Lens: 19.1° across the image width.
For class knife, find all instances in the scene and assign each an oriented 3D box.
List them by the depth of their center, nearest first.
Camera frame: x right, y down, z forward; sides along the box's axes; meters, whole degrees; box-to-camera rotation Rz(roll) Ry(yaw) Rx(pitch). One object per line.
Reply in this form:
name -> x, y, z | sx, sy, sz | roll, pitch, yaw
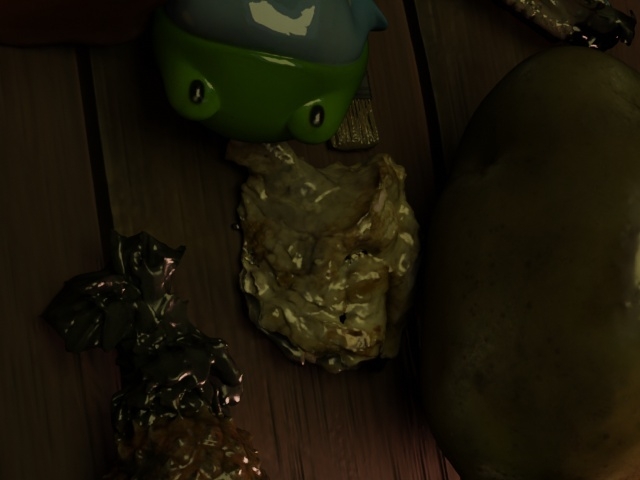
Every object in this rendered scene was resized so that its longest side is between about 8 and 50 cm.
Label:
knife -> 0.096, -0.242, 1.501 | 0.365, 0.043, 0.089 | 28, 30, -19

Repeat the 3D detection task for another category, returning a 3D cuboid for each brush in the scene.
brush -> 0.013, -0.149, 1.439 | 0.043, 0.014, 0.170 | -2, 76, -29

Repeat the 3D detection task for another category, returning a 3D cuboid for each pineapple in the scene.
pineapple -> -0.104, 0.105, 1.248 | 0.119, 0.111, 0.237 | 18, 53, -60

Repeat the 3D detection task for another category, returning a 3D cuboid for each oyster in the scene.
oyster -> 0.000, 0.000, 1.353 | 0.191, 0.081, 0.163 | 38, 69, -1

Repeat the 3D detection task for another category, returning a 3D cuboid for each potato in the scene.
potato -> 0.189, 0.032, 1.351 | 0.221, 0.243, 0.326 | 24, 64, -47

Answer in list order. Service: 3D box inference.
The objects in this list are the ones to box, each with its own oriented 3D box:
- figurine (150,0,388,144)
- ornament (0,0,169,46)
figurine -> -0.036, -0.178, 1.345 | 0.162, 0.143, 0.263 | 14, 50, -12
ornament -> -0.196, -0.264, 1.250 | 0.235, 0.221, 0.217 | 41, 43, -64
